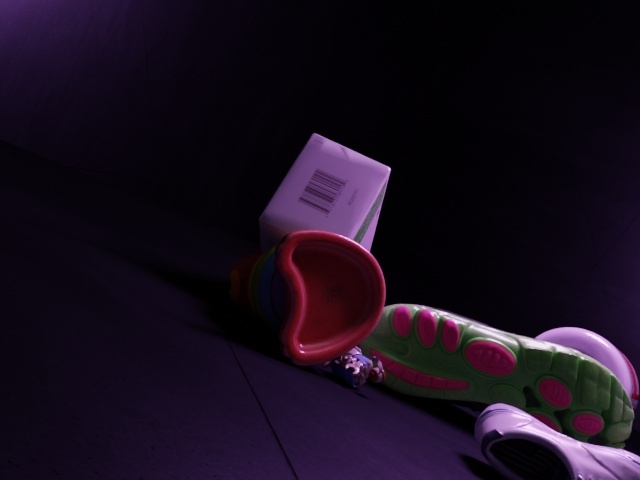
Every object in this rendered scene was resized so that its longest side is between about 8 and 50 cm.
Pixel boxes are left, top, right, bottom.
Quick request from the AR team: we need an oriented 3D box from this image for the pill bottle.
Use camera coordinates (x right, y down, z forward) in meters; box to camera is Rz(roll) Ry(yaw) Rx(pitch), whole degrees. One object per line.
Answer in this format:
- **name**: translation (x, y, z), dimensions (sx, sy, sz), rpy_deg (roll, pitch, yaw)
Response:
- **pill bottle**: translation (0.580, 0.324, 1.621), dimensions (0.229, 0.229, 0.407), rpy_deg (26, 0, 29)

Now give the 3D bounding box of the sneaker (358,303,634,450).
- **sneaker**: translation (0.289, 0.214, 1.188), dimensions (0.482, 0.185, 0.202), rpy_deg (27, 4, -5)

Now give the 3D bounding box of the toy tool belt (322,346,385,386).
- **toy tool belt**: translation (0.043, 0.176, 0.985), dimensions (0.051, 0.052, 0.083), rpy_deg (-12, 19, -31)

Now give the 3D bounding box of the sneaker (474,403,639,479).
- **sneaker**: translation (0.299, 0.283, 0.851), dimensions (0.258, 0.094, 0.091), rpy_deg (21, 18, 9)

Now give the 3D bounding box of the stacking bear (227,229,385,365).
- **stacking bear**: translation (-0.045, 0.071, 1.086), dimensions (0.164, 0.176, 0.289), rpy_deg (-4, 2, -28)

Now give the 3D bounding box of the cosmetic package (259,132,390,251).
- **cosmetic package**: translation (0.000, 0.000, 1.319), dimensions (0.155, 0.197, 0.366), rpy_deg (25, -22, 10)
